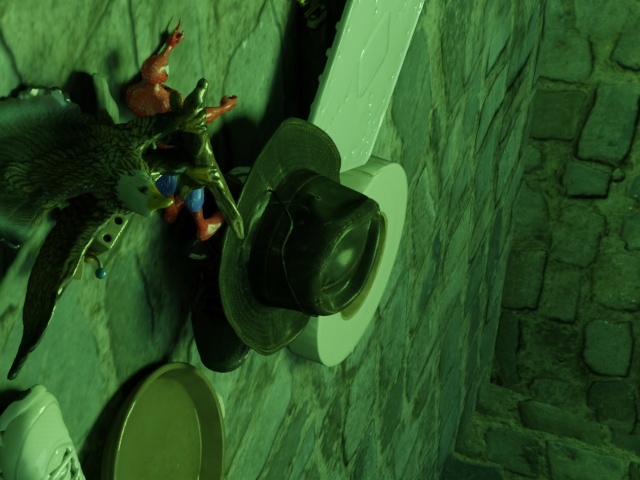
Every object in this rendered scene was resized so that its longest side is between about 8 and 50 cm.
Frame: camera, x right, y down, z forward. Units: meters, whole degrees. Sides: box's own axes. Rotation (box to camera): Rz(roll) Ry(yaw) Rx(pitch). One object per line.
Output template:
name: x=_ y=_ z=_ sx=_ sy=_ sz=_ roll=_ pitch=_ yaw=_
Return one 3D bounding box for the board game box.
board game box: x=0.060 y=-0.289 z=1.794 sx=0.390 sy=0.050 sz=0.390 roll=-27 pitch=137 yaw=-70

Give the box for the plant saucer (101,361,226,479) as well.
plant saucer: x=-0.210 y=0.301 z=1.581 sx=0.278 sy=0.041 sz=0.278 roll=0 pitch=90 yaw=-64

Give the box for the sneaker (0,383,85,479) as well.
sneaker: x=-0.294 y=0.281 z=1.318 sx=0.110 sy=0.118 sz=0.292 roll=-49 pitch=150 yaw=-45

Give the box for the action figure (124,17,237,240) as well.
action figure: x=-0.148 y=-0.136 z=1.365 sx=0.139 sy=0.091 sz=0.280 roll=-55 pitch=158 yaw=-24

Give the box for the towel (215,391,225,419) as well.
towel: x=-0.215 y=0.380 z=1.745 sx=0.187 sy=0.049 sz=0.282 roll=-37 pitch=142 yaw=-60

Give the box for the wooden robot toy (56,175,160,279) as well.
wooden robot toy: x=-0.245 y=-0.019 z=1.280 sx=0.079 sy=0.076 sz=0.173 roll=-32 pitch=-154 yaw=60

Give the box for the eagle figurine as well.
eagle figurine: x=-0.223 y=-0.043 z=1.121 sx=0.298 sy=0.226 sz=0.225 roll=-32 pitch=179 yaw=-26

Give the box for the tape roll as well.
tape roll: x=0.051 y=0.034 z=2.125 sx=0.392 sy=0.072 sz=0.392 roll=-54 pitch=155 yaw=-41

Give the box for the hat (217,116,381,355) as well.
hat: x=0.000 y=0.000 z=1.566 sx=0.331 sy=0.133 sz=0.332 roll=-26 pitch=120 yaw=-59

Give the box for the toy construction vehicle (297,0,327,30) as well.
toy construction vehicle: x=-0.009 y=-0.345 z=1.648 sx=0.098 sy=0.035 sz=0.086 roll=-50 pitch=152 yaw=-29

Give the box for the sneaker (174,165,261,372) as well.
sneaker: x=-0.148 y=0.041 z=1.541 sx=0.162 sy=0.106 sz=0.282 roll=-5 pitch=102 yaw=-66
